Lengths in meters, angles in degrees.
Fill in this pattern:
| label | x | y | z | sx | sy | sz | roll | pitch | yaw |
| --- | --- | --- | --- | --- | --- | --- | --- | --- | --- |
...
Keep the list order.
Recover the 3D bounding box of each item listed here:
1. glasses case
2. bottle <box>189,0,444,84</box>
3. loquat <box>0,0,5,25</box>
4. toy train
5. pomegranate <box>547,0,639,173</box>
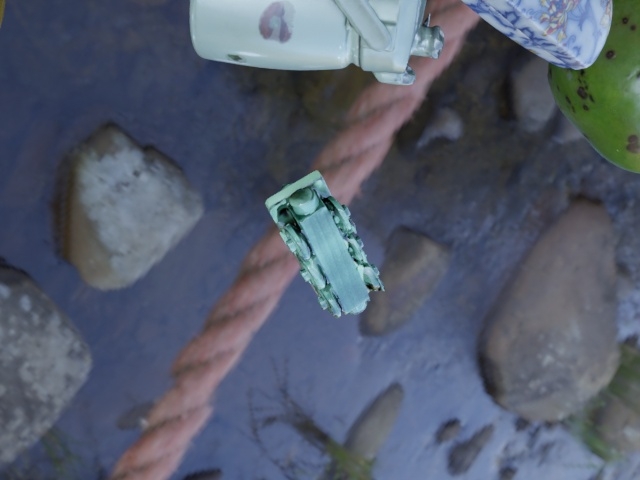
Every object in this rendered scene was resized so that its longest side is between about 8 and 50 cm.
| label | x | y | z | sx | sy | sz | roll | pitch | yaw |
| --- | --- | --- | --- | --- | --- | --- | --- | --- | --- |
| glasses case | 0.138 | -0.211 | 0.964 | 0.248 | 0.065 | 0.087 | 32 | 68 | -41 |
| bottle | 0.006 | -0.342 | 1.827 | 0.229 | 0.351 | 0.229 | 10 | 90 | -81 |
| loquat | -0.503 | -0.312 | 1.703 | 0.179 | 0.179 | 0.227 | -19 | 140 | -42 |
| toy train | 0.000 | 0.000 | 0.612 | 0.033 | 0.053 | 0.083 | -31 | 133 | -3 |
| pomegranate | 0.356 | -0.179 | 1.301 | 0.254 | 0.254 | 0.270 | -56 | 171 | -3 |
